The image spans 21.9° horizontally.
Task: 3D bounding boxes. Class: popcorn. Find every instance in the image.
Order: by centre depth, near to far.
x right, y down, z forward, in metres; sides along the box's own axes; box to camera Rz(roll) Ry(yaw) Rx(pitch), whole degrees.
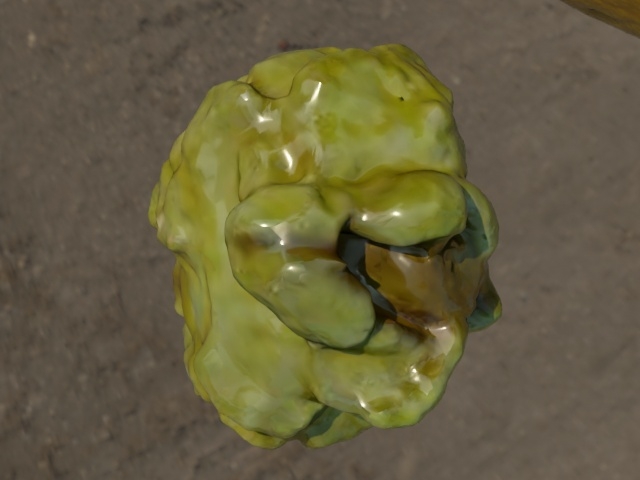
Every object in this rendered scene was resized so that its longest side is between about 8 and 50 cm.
[{"bbox_3d":[0.000,0.000,1.000,0.195,0.255,0.256,13,104,-29],"label":"popcorn"}]

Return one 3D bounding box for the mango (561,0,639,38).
[{"bbox_3d":[0.166,-0.198,0.970,0.317,0.176,0.119,41,78,8],"label":"mango"}]
